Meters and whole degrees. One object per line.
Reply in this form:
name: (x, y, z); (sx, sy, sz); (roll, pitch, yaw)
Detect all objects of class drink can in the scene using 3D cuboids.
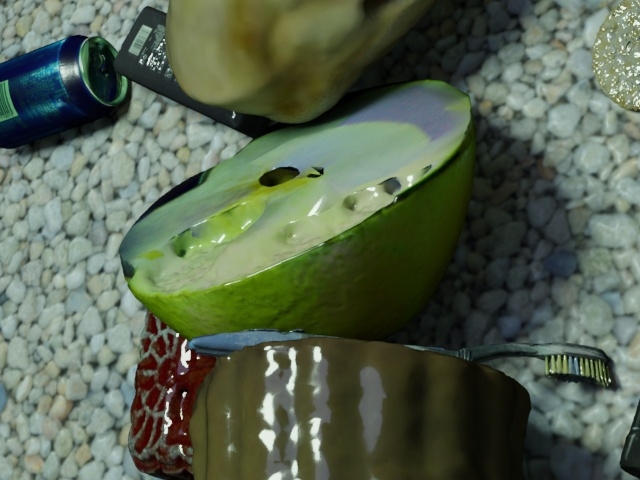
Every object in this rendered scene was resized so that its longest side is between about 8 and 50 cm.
drink can: (-0.363, -0.199, 1.786); (0.204, 0.118, 0.118); (-13, 66, 28)

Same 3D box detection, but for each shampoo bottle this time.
shampoo bottle: (-0.126, -0.200, 1.656); (0.309, 0.071, 0.098); (28, 88, 37)

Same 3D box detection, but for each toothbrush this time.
toothbrush: (0.081, 0.108, 1.260); (0.413, 0.035, 0.042); (4, 56, -12)

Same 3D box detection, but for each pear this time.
pear: (0.002, 0.004, 1.384); (0.398, 0.165, 0.399); (-22, 23, 10)

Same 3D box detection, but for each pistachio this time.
pistachio: (-0.004, -0.323, 1.481); (0.365, 0.281, 0.446); (4, 58, 42)

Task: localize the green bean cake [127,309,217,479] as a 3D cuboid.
green bean cake: (-0.106, 0.172, 1.487); (0.232, 0.097, 0.199); (-1, 72, 34)

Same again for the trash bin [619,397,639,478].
trash bin: (0.394, 0.080, 1.127); (0.252, 0.203, 0.302); (-8, 61, 70)

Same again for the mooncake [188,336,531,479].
mooncake: (0.034, 0.215, 1.236); (0.324, 0.324, 0.187); (-12, 67, 30)

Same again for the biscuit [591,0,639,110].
biscuit: (0.350, -0.199, 1.374); (0.152, 0.020, 0.152); (-12, 68, 31)
